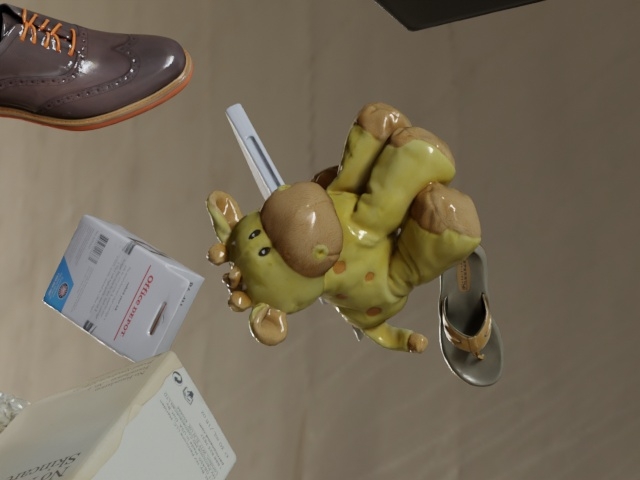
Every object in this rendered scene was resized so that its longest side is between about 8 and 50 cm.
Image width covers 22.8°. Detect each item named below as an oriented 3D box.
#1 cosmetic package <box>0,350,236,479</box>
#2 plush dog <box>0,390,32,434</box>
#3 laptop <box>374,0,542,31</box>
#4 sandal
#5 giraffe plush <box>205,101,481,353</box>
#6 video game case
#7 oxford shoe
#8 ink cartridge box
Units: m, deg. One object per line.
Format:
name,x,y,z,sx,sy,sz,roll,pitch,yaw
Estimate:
cosmetic package,-0.195,0.216,1.140,0.160,0.113,0.309,-23,-166,24
plush dog,-0.317,0.280,1.570,0.210,0.262,0.225,-3,-144,31
laptop,0.161,-0.473,1.866,0.381,0.236,0.408,-9,-84,36
sandal,0.170,0.087,1.809,0.049,0.072,0.180,-85,167,-72
giraffe plush,0.000,0.000,1.280,0.181,0.170,0.210,43,-56,45
video game case,-0.043,-0.040,1.836,0.183,0.023,0.201,61,-4,27
oxford shoe,-0.253,-0.164,1.457,0.098,0.271,0.097,91,-10,-50
ink cartridge box,-0.191,0.057,1.610,0.180,0.060,0.104,29,-86,39
